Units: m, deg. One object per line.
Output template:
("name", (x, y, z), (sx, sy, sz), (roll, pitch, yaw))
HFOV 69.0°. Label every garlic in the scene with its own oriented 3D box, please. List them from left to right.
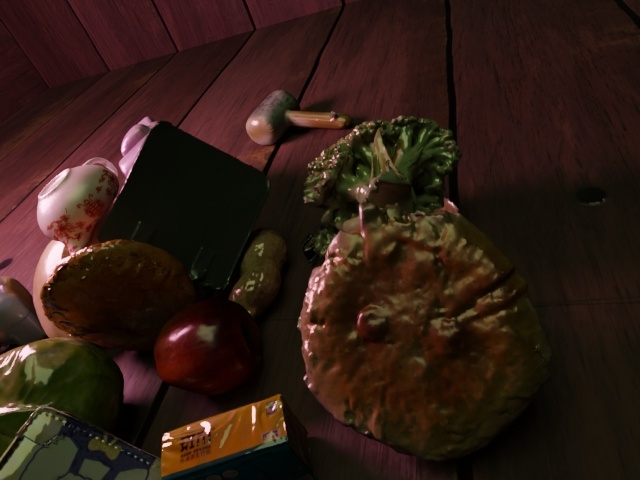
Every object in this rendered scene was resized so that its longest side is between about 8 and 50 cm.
("garlic", (-0.447, 0.050, 0.975), (0.286, 0.249, 0.313), (-2, 33, 23))

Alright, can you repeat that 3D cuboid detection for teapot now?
("teapot", (-0.440, -0.079, 0.859), (0.159, 0.116, 0.245), (-32, 31, 35))

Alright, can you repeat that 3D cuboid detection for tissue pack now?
("tissue pack", (-0.104, 0.278, 0.609), (0.169, 0.119, 0.082), (-20, 40, 5))

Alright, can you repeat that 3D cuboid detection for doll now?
("doll", (-0.748, 0.199, 0.984), (0.261, 0.161, 0.177), (-35, 41, -19))

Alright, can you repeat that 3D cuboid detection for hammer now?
("hammer", (-0.053, -0.356, 1.368), (0.306, 0.113, 0.201), (10, 51, 23))

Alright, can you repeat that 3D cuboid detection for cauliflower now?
("cauliflower", (0.119, -0.067, 0.829), (0.327, 0.261, 0.281), (-52, 31, 18))

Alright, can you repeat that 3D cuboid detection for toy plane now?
("toy plane", (0.000, 0.000, 0.962), (0.049, 0.031, 0.120), (20, 56, 34))

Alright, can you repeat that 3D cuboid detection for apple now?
("apple", (-0.187, 0.175, 0.758), (0.159, 0.147, 0.155), (-18, 59, 7))

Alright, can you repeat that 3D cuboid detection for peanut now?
("peanut", (-0.120, 0.063, 0.901), (0.104, 0.085, 0.227), (-28, 35, 26))

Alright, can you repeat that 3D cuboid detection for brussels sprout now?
("brussels sprout", (-0.432, 0.263, 0.727), (0.244, 0.244, 0.244), (-13, 39, 11))

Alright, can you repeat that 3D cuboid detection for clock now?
("clock", (-0.324, -0.149, 1.083), (0.113, 0.295, 0.322), (-42, 37, 2))

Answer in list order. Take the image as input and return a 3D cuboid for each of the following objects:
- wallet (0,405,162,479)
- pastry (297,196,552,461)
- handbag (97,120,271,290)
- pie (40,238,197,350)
("wallet", (-0.337, 0.381, 0.551), (0.224, 0.077, 0.309), (27, 55, 0))
("pastry", (0.120, 0.114, 0.606), (0.330, 0.136, 0.329), (-3, 80, 17))
("handbag", (-0.246, -0.057, 0.874), (0.079, 0.248, 0.259), (0, 65, 66))
("pie", (-0.342, 0.110, 0.805), (0.274, 0.273, 0.069), (-19, 39, 5))
